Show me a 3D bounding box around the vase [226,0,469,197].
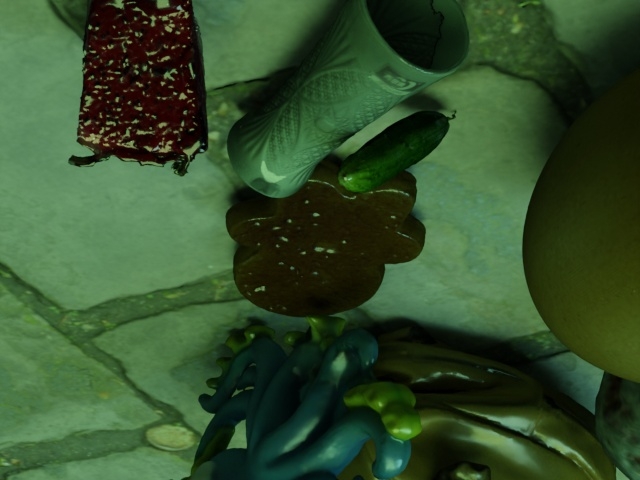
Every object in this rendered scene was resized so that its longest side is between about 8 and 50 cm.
[{"bbox_3d":[0.011,-0.112,1.205,0.096,0.096,0.219,20,144,-26],"label":"vase"}]

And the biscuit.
[{"bbox_3d":[0.000,0.000,1.411,0.180,0.039,0.236,7,146,-14],"label":"biscuit"}]

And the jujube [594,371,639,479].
[{"bbox_3d":[0.405,0.154,1.447,0.308,0.215,0.246,-1,122,14],"label":"jujube"}]

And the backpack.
[{"bbox_3d":[0.133,0.249,1.634,0.378,0.201,0.353,13,147,-14],"label":"backpack"}]

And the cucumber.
[{"bbox_3d":[0.056,-0.070,1.235,0.039,0.168,0.039,16,120,29],"label":"cucumber"}]

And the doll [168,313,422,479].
[{"bbox_3d":[-0.041,0.216,1.462,0.099,0.346,0.341,8,121,-36],"label":"doll"}]

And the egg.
[{"bbox_3d":[0.288,-0.011,1.208,0.250,0.250,0.322,18,147,-24],"label":"egg"}]

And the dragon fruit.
[{"bbox_3d":[-0.134,-0.128,1.180,0.102,0.096,0.147,2,103,-9],"label":"dragon fruit"}]
